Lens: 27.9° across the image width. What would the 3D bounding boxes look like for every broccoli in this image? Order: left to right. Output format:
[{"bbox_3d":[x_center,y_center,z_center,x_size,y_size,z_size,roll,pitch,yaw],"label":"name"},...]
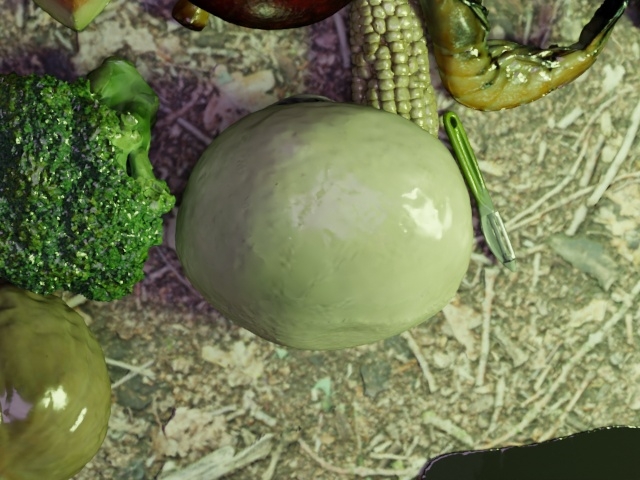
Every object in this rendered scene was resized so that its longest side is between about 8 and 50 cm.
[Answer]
[{"bbox_3d":[-0.241,-0.069,1.184,0.261,0.241,0.269,44,139,-1],"label":"broccoli"}]

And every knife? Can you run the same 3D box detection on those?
[{"bbox_3d":[0.165,-0.049,1.339,0.022,0.026,0.184,-32,104,-40],"label":"knife"}]

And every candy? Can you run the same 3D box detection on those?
[{"bbox_3d":[0.000,0.000,1.224,0.295,0.185,0.295,8,127,11],"label":"candy"}]

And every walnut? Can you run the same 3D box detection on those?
[{"bbox_3d":[-0.320,0.155,1.215,0.248,0.248,0.248,-1,102,-6],"label":"walnut"}]

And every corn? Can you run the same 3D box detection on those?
[{"bbox_3d":[0.070,-0.181,1.269,0.087,0.087,0.211,-7,103,-5],"label":"corn"}]

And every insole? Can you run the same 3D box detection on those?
[{"bbox_3d":[0.269,0.262,1.422,0.322,0.007,0.109,-4,100,-5],"label":"insole"}]

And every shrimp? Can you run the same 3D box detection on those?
[{"bbox_3d":[0.191,-0.236,1.234,0.198,0.051,0.262,-21,133,7],"label":"shrimp"}]

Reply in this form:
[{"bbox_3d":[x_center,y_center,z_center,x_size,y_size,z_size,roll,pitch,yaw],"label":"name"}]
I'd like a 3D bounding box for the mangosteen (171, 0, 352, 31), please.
[{"bbox_3d":[-0.070,-0.287,1.188,0.235,0.235,0.261,34,140,-12],"label":"mangosteen"}]

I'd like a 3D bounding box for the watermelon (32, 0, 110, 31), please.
[{"bbox_3d":[-0.238,-0.295,1.211,0.193,0.137,0.145,-5,137,-6],"label":"watermelon"}]
